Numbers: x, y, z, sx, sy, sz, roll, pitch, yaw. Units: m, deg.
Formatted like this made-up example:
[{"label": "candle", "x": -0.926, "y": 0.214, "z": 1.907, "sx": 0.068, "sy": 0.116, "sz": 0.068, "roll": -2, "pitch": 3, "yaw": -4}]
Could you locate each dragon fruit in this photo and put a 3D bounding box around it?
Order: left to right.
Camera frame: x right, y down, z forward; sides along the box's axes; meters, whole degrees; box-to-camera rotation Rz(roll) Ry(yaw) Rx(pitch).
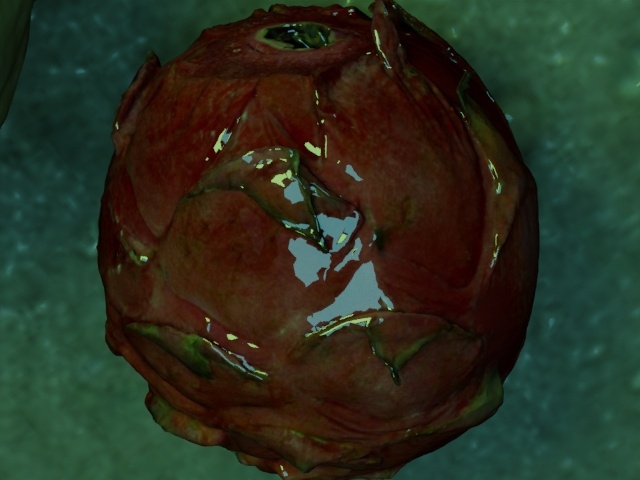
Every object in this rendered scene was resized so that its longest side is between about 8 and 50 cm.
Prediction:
[{"label": "dragon fruit", "x": -0.003, "y": 0.005, "z": 0.976, "sx": 0.241, "sy": 0.241, "sz": 0.252, "roll": -12, "pitch": 93, "yaw": 1}]

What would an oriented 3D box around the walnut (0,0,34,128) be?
[{"label": "walnut", "x": -0.294, "y": -0.168, "z": 0.861, "sx": 0.381, "sy": 0.381, "sz": 0.381, "roll": -1, "pitch": 107, "yaw": -2}]
